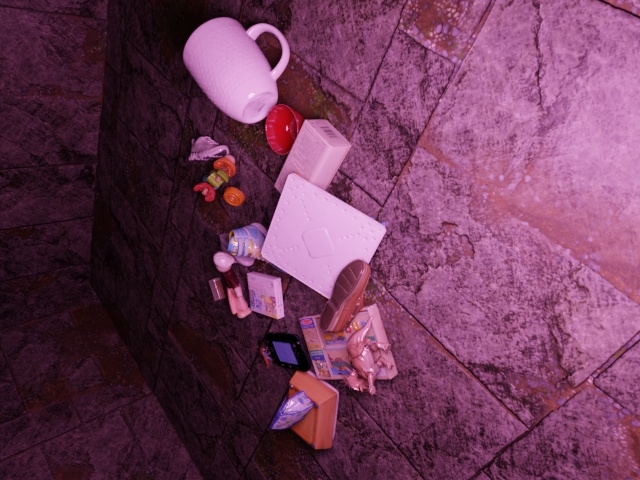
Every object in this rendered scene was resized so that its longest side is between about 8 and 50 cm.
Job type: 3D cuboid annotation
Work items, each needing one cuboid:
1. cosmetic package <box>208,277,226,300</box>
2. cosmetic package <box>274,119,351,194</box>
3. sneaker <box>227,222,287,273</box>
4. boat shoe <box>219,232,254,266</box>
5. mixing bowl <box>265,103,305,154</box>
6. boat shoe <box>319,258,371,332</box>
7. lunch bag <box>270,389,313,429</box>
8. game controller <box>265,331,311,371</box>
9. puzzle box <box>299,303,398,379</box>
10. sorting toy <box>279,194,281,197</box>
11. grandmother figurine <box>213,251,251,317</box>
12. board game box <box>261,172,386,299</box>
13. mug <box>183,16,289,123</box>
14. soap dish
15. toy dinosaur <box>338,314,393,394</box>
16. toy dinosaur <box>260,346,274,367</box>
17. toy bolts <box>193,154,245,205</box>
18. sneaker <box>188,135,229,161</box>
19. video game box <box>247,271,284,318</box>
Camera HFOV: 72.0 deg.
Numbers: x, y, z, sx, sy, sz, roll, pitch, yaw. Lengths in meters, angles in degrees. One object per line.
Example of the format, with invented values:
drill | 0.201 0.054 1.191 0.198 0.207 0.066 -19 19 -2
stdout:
cosmetic package | -0.546 0.257 2.330 0.060 0.041 0.115 -18 89 46
cosmetic package | -0.036 -0.271 1.616 0.160 0.113 0.309 51 132 22
sneaker | -0.272 0.051 1.875 0.319 0.208 0.127 38 124 31
boat shoe | -0.402 0.062 2.094 0.267 0.096 0.088 34 127 36
mixing bowl | -0.114 -0.420 1.662 0.181 0.098 0.181 15 112 41
boat shoe | 0.104 0.199 1.571 0.307 0.104 0.111 -60 35 24
lunch bag | -0.126 0.694 1.778 0.096 0.151 0.129 46 130 26
game controller | -0.146 0.489 1.941 0.319 0.067 0.167 -15 88 58
puzzle box | 0.095 0.404 1.718 0.409 0.052 0.272 -20 86 46
sorting toy | -0.131 -0.173 1.798 0.061 0.042 0.102 30 110 18
grandmother figurine | -0.415 0.202 2.058 0.208 0.104 0.342 27 139 50
board game box | 0.000 0.000 1.609 0.390 0.050 0.390 31 125 10
mug | -0.285 -0.656 1.679 0.374 0.276 0.328 -39 77 12
soap dish | -0.041 0.730 1.898 0.229 0.118 0.291 23 117 39
toy dinosaur | 0.142 0.419 1.556 0.200 0.127 0.296 -10 88 53
toy dinosaur | -0.260 0.553 2.103 0.082 0.090 0.047 36 155 -23
toy bolts | -0.451 -0.276 2.056 0.228 0.158 0.218 -14 132 37
sneaker | -0.536 -0.439 2.086 0.292 0.110 0.118 6 96 44
video game box | -0.254 0.250 2.029 0.205 0.048 0.187 9 105 44
